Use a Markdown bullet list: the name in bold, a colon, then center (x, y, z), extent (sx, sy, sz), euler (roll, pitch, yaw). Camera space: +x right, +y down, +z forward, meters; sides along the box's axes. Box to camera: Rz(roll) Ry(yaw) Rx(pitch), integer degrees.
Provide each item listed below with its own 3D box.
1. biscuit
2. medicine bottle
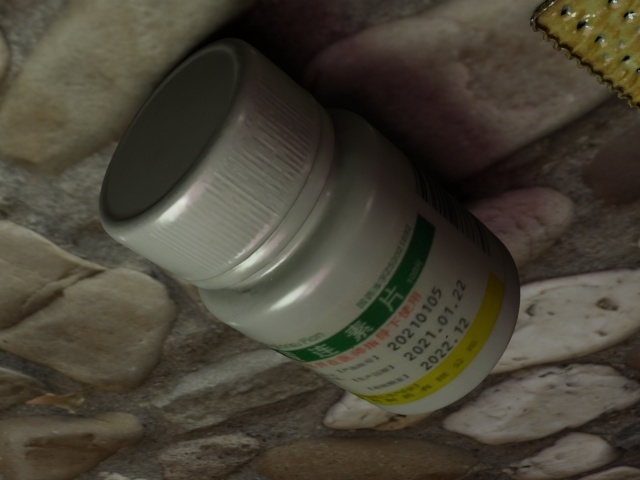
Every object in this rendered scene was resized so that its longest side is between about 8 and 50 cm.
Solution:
- **biscuit**: center (0.285, -0.176, 0.597), extent (0.203, 0.016, 0.144), euler (24, 132, -26)
- **medicine bottle**: center (0.000, 0.000, 0.634), extent (0.208, 0.208, 0.340), euler (-33, 131, 29)
